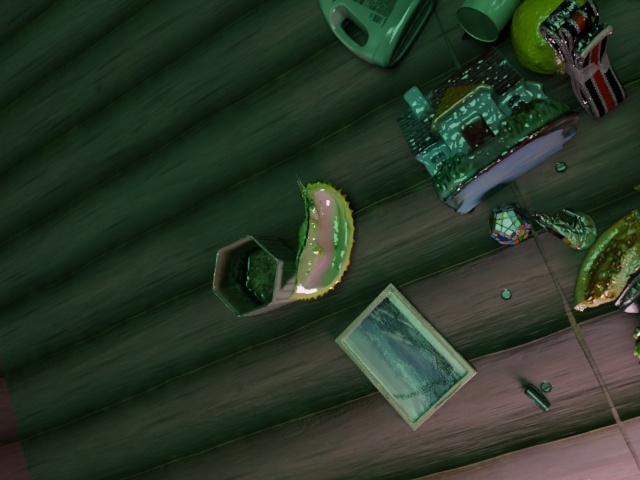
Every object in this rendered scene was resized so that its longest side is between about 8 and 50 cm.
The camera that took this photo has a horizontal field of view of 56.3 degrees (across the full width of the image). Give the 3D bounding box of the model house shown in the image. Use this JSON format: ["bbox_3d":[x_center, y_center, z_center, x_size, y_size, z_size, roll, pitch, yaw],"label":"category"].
[{"bbox_3d":[0.385,-0.308,1.477,0.360,0.297,0.339,-36,71,20],"label":"model house"}]

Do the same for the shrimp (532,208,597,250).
[{"bbox_3d":[0.616,-0.042,1.500,0.161,0.034,0.091,32,89,16],"label":"shrimp"}]

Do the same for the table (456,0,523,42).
[{"bbox_3d":[0.457,-0.630,1.513,0.126,0.126,0.220,35,85,22],"label":"table"}]

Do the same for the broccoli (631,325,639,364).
[{"bbox_3d":[0.810,0.276,1.257,0.293,0.281,0.347,22,96,23],"label":"broccoli"}]

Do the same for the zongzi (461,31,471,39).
[{"bbox_3d":[0.426,-0.564,1.600,0.073,0.067,0.083,35,122,25],"label":"zongzi"}]

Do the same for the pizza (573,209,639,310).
[{"bbox_3d":[0.687,0.054,1.418,0.056,0.134,0.271,26,109,-22],"label":"pizza"}]

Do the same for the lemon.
[{"bbox_3d":[0.564,-0.509,1.453,0.192,0.192,0.231,-17,80,23],"label":"lemon"}]

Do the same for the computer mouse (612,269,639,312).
[{"bbox_3d":[0.766,0.085,1.406,0.106,0.062,0.192,41,102,21],"label":"computer mouse"}]

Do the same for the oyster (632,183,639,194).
[{"bbox_3d":[0.819,-0.117,1.410,0.132,0.029,0.086,41,98,24],"label":"oyster"}]

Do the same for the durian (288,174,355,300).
[{"bbox_3d":[0.000,0.000,1.697,0.158,0.169,0.351,7,90,25],"label":"durian"}]

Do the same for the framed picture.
[{"bbox_3d":[0.229,0.320,1.660,0.247,0.022,0.335,-48,71,15],"label":"framed picture"}]

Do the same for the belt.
[{"bbox_3d":[0.605,-0.401,1.352,0.094,0.359,0.126,-46,50,9],"label":"belt"}]

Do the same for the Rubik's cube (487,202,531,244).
[{"bbox_3d":[0.481,-0.043,1.523,0.111,0.093,0.111,-2,86,25],"label":"Rubik's cube"}]

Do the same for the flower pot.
[{"bbox_3d":[-0.182,0.103,1.766,0.209,0.190,0.239,8,92,24],"label":"flower pot"}]

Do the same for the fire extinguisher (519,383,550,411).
[{"bbox_3d":[0.544,0.393,1.514,0.038,0.025,0.083,-39,68,-22],"label":"fire extinguisher"}]

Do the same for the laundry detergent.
[{"bbox_3d":[0.103,-0.682,1.710,0.398,0.125,0.264,36,103,23],"label":"laundry detergent"}]
